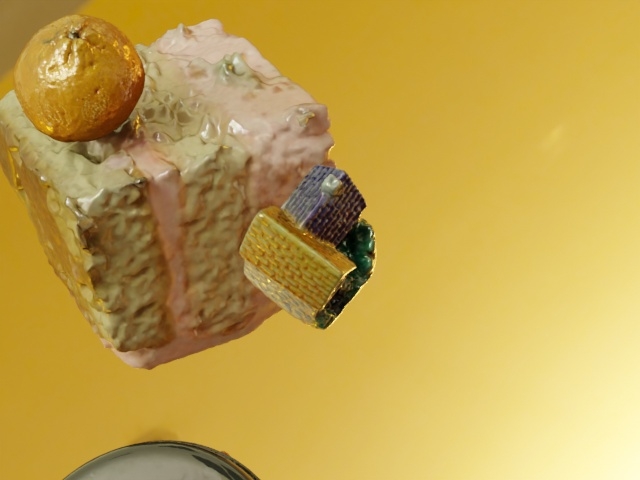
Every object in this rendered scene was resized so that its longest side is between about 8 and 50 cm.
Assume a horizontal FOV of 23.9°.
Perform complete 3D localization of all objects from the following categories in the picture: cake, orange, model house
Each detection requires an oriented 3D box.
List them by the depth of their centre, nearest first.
[{"bbox_3d":[0.000,0.000,1.179,0.100,0.088,0.100,-51,-10,-18],"label":"model house"},{"bbox_3d":[-0.250,-0.170,1.553,0.135,0.135,0.117,-27,-52,-13],"label":"orange"},{"bbox_3d":[-0.173,-0.057,1.732,0.307,0.314,0.293,-24,-46,-18],"label":"cake"}]

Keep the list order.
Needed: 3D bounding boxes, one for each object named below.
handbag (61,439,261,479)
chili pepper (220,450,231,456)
[{"bbox_3d":[-0.123,0.305,1.196,0.254,0.308,0.093,-27,-29,-6],"label":"handbag"},{"bbox_3d":[-0.140,0.358,2.157,0.073,0.123,0.070,-26,-3,3],"label":"chili pepper"}]
